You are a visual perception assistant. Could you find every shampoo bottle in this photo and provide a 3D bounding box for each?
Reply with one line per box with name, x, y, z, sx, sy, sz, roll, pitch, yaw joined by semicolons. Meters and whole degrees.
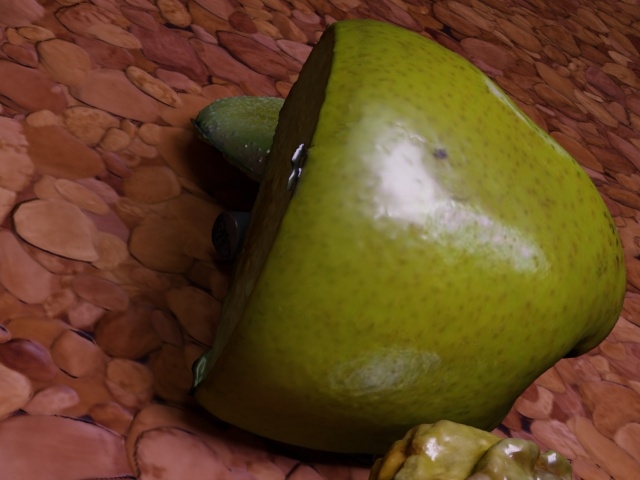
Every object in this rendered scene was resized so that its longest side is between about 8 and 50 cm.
shampoo bottle;0.000;0.000;1.111;0.214;0.072;0.072;3;40;-38

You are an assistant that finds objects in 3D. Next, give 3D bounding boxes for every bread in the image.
bread;0.012;-0.092;1.219;0.301;0.045;0.301;16;17;-5

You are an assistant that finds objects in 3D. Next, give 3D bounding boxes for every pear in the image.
pear;0.096;0.006;0.941;0.318;0.238;0.342;24;49;-13

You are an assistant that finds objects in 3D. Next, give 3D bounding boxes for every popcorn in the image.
popcorn;0.116;0.206;0.823;0.197;0.155;0.197;23;19;-8

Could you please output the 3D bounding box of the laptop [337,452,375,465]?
laptop;-0.002;0.105;1.004;0.129;0.016;0.180;28;30;-5
